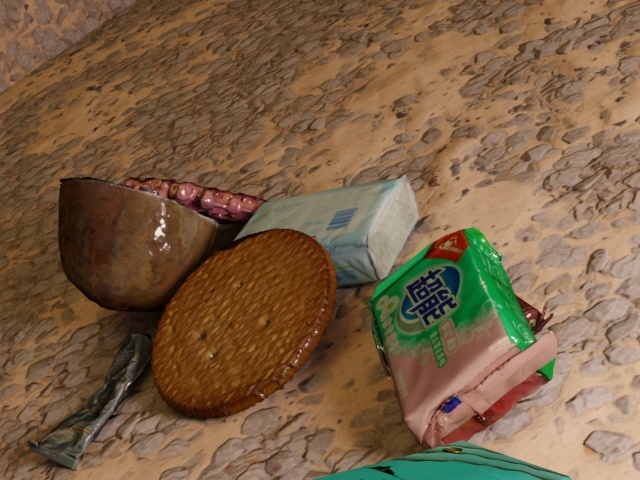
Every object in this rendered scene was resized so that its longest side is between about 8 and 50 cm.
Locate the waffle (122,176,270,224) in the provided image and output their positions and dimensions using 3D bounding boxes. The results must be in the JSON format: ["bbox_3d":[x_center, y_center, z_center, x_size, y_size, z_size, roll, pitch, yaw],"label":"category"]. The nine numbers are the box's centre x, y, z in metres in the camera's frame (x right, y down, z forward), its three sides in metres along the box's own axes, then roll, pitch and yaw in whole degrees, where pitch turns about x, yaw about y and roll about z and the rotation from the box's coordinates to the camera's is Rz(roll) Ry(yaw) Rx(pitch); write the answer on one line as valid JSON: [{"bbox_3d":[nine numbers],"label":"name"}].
[{"bbox_3d":[-0.194,-0.060,2.185,0.234,0.055,0.221,11,-3,-40],"label":"waffle"}]

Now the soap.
[{"bbox_3d":[0.161,0.111,1.584,0.218,0.098,0.273,-37,28,14],"label":"soap"}]

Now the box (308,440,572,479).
[{"bbox_3d":[0.114,0.254,1.356,0.226,0.042,0.161,-7,12,-37],"label":"box"}]

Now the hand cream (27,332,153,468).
[{"bbox_3d":[-0.310,0.215,1.923,0.075,0.052,0.248,-5,33,39],"label":"hand cream"}]

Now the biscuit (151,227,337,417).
[{"bbox_3d":[-0.104,0.112,1.860,0.305,0.038,0.305,-22,42,22],"label":"biscuit"}]

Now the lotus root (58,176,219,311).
[{"bbox_3d":[-0.287,0.017,2.094,0.272,0.272,0.192,0,80,43],"label":"lotus root"}]

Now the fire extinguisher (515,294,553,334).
[{"bbox_3d":[0.236,0.088,1.668,0.056,0.039,0.132,-60,28,6],"label":"fire extinguisher"}]

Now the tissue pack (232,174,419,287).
[{"bbox_3d":[0.000,0.000,1.998,0.263,0.089,0.177,-12,29,33],"label":"tissue pack"}]
